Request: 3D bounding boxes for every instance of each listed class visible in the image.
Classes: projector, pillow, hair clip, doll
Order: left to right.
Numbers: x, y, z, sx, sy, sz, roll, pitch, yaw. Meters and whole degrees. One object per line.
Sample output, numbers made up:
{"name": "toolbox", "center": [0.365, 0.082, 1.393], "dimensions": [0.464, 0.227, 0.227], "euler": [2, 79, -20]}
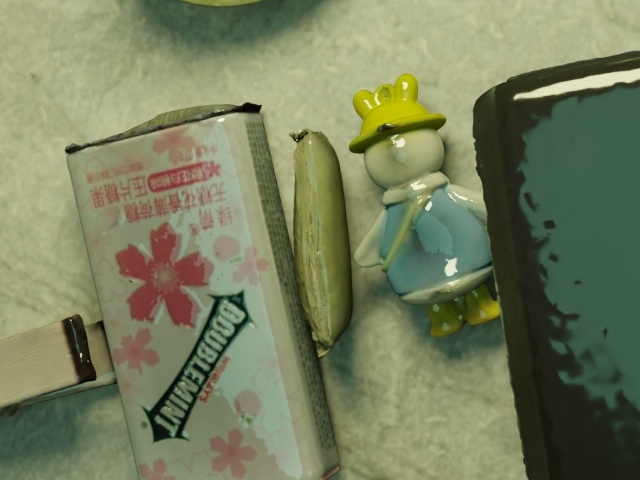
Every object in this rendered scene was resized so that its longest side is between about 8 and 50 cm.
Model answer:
{"name": "hair clip", "center": [-0.357, 0.145, 1.799], "dimensions": [0.330, 0.101, 0.085], "euler": [-15, 94, 18]}
{"name": "pillow", "center": [0.000, 0.000, 1.675], "dimensions": [0.053, 0.119, 0.208], "euler": [-5, 93, -1]}
{"name": "doll", "center": [0.094, -0.032, 1.659], "dimensions": [0.135, 0.098, 0.241], "euler": [-20, 87, 50]}
{"name": "projector", "center": [0.358, 0.025, 1.518], "dimensions": [0.405, 0.242, 0.395], "euler": [-9, 94, 17]}

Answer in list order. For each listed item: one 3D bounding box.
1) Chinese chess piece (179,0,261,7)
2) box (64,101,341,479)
{"name": "Chinese chess piece", "center": [-0.090, -0.333, 1.627], "dimensions": [0.250, 0.101, 0.250], "euler": [-4, 126, -6]}
{"name": "box", "center": [-0.113, 0.061, 1.715], "dimensions": [0.190, 0.112, 0.370], "euler": [-14, 91, 15]}
